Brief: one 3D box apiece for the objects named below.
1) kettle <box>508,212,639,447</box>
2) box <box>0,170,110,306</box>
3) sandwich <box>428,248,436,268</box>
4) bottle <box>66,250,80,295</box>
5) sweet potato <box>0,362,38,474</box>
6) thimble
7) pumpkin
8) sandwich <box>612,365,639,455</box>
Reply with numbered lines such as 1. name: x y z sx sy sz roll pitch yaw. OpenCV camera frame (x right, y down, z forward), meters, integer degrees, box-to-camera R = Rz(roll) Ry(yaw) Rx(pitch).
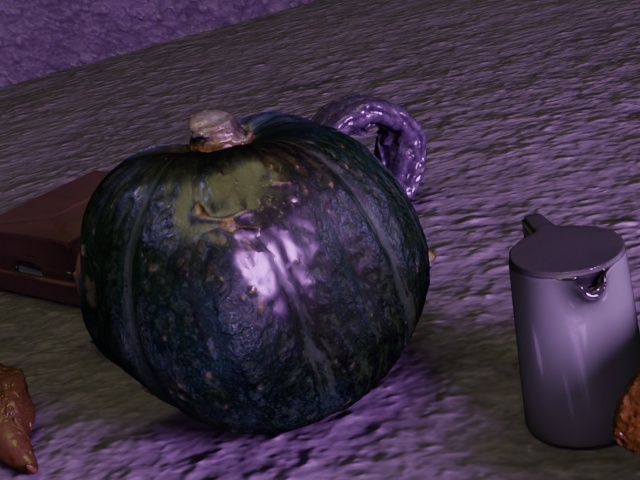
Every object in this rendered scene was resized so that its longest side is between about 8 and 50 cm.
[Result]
1. kettle: 0.200 0.066 0.867 0.098 0.148 0.127 -3 23 26
2. box: -0.291 -0.010 1.412 0.215 0.086 0.215 8 28 42
3. sandwich: 0.000 0.000 1.221 0.245 0.088 0.090 -2 27 24
4. bottle: -0.148 0.031 1.150 0.237 0.147 0.147 -5 23 23
5. sweet potato: -0.296 0.157 1.041 0.068 0.060 0.206 -48 36 3
6. thimble: 0.051 -0.105 1.377 0.150 0.150 0.098 -19 17 -15
7. pumpkin: -0.035 0.031 0.937 0.293 0.263 0.197 -27 30 -27
8. sandwich: 0.294 0.097 0.748 0.186 0.065 0.215 28 32 11
